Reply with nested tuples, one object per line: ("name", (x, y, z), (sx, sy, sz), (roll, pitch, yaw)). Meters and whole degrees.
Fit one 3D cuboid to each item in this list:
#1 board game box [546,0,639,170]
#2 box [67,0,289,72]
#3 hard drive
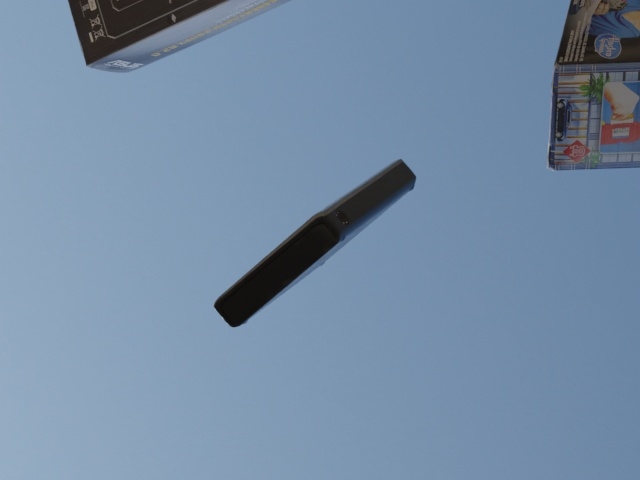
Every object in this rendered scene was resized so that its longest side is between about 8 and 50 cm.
("board game box", (0.220, -0.099, 0.756), (0.194, 0.060, 0.194), (7, -143, 13))
("box", (-0.104, -0.252, 1.041), (0.183, 0.056, 0.231), (-21, -97, 25))
("hard drive", (0.000, 0.000, 0.927), (0.094, 0.135, 0.022), (-41, -93, 27))
